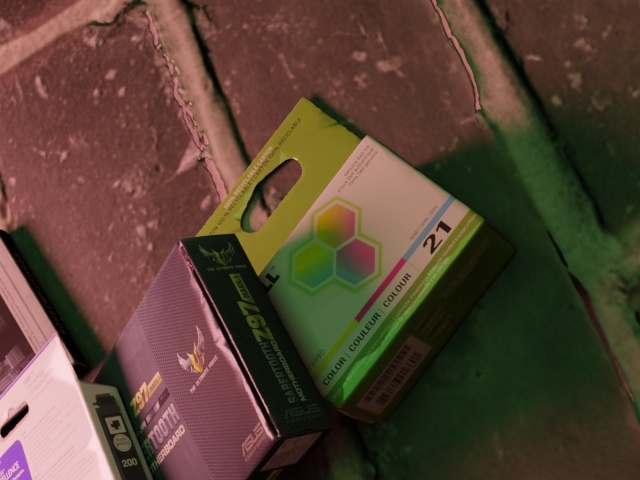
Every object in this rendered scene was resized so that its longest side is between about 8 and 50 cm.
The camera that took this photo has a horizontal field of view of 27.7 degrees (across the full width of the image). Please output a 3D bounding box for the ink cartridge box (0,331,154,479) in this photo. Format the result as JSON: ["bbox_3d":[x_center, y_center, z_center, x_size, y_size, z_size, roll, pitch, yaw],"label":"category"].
[{"bbox_3d":[-0.222,0.216,1.098,0.206,0.045,0.208,-44,62,35],"label":"ink cartridge box"}]

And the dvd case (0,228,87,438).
[{"bbox_3d":[-0.351,0.129,1.235,0.239,0.029,0.179,-42,62,7],"label":"dvd case"}]

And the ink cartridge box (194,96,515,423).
[{"bbox_3d":[0.000,0.000,1.078,0.255,0.097,0.189,38,93,28],"label":"ink cartridge box"}]

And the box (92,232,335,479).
[{"bbox_3d":[-0.098,0.135,1.038,0.232,0.059,0.183,-53,55,40],"label":"box"}]
